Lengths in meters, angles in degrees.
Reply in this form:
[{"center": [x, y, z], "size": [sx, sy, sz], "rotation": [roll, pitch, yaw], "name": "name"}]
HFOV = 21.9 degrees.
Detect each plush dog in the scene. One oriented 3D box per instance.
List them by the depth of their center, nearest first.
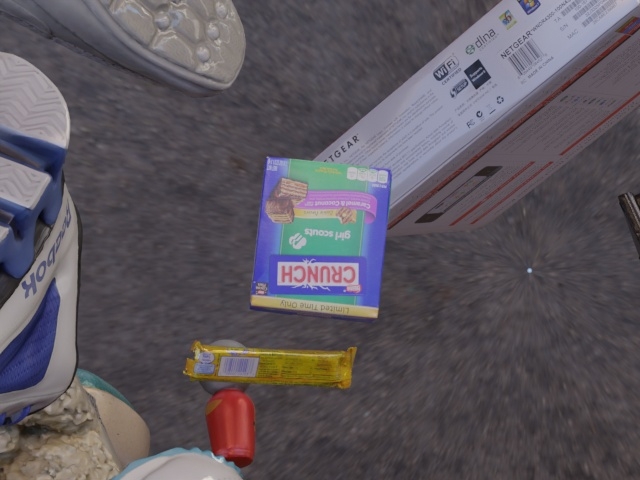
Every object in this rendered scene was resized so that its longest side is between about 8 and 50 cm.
[{"center": [-0.268, 0.230, 1.347], "size": [0.225, 0.210, 0.262], "rotation": [-25, 71, -6], "name": "plush dog"}]

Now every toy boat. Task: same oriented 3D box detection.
[{"center": [-0.228, 0.200, 1.866], "size": [0.318, 0.267, 0.148], "rotation": [-8, 62, 0], "name": "toy boat"}]

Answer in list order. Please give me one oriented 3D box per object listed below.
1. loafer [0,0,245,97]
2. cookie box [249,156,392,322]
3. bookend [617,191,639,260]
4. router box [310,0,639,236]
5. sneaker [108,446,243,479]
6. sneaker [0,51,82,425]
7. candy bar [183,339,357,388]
[{"center": [-0.189, -0.197, 1.113], "size": [0.319, 0.111, 0.112], "rotation": [36, 57, -26], "name": "loafer"}, {"center": [0.000, 0.000, 1.168], "size": [0.092, 0.040, 0.107], "rotation": [6, 83, -1], "name": "cookie box"}, {"center": [0.325, -0.011, 1.289], "size": [0.157, 0.156, 0.072], "rotation": [-24, 67, 7], "name": "bookend"}, {"center": [0.189, -0.131, 1.524], "size": [0.335, 0.301, 0.082], "rotation": [-39, 74, 23], "name": "router box"}, {"center": [-0.065, 0.182, 0.567], "size": [0.092, 0.087, 0.228], "rotation": [7, 64, 33], "name": "sneaker"}, {"center": [-0.209, 0.075, 0.862], "size": [0.127, 0.182, 0.315], "rotation": [25, 71, 20], "name": "sneaker"}, {"center": [-0.042, 0.109, 1.454], "size": [0.162, 0.018, 0.040], "rotation": [5, 109, -24], "name": "candy bar"}]
